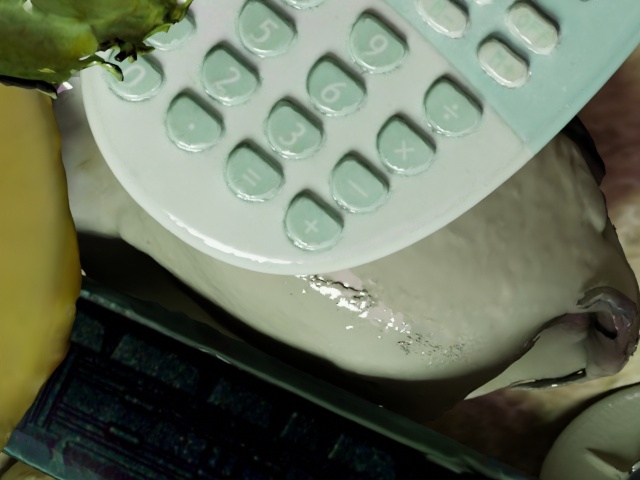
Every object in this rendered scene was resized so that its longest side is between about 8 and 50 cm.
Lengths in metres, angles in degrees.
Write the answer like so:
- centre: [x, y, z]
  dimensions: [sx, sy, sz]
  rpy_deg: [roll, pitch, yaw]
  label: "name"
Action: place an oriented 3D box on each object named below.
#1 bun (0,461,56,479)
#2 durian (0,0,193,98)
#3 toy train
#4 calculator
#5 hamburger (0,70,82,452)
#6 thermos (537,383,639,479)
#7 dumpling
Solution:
- centre: [-0.041, 0.266, 1.069]
  dimensions: [0.364, 0.202, 0.364]
  rpy_deg: [11, 145, 8]
  label: "bun"
- centre: [-0.177, -0.185, 0.593]
  dimensions: [0.163, 0.198, 0.394]
  rpy_deg: [-37, 123, 22]
  label: "durian"
- centre: [-0.042, 0.089, 0.837]
  dimensions: [0.409, 0.086, 0.089]
  rpy_deg: [22, 168, 24]
  label: "toy train"
- centre: [0.036, -0.119, 0.724]
  dimensions: [0.184, 0.042, 0.295]
  rpy_deg: [40, 96, -6]
  label: "calculator"
- centre: [-0.250, -0.004, 0.762]
  dimensions: [0.276, 0.276, 0.237]
  rpy_deg: [28, 155, -32]
  label: "hamburger"
- centre: [0.202, 0.211, 1.138]
  dimensions: [0.176, 0.146, 0.265]
  rpy_deg: [3, 143, 18]
  label: "thermos"
- centre: [0.008, -0.016, 0.866]
  dimensions: [0.293, 0.163, 0.204]
  rpy_deg: [24, 171, -20]
  label: "dumpling"
